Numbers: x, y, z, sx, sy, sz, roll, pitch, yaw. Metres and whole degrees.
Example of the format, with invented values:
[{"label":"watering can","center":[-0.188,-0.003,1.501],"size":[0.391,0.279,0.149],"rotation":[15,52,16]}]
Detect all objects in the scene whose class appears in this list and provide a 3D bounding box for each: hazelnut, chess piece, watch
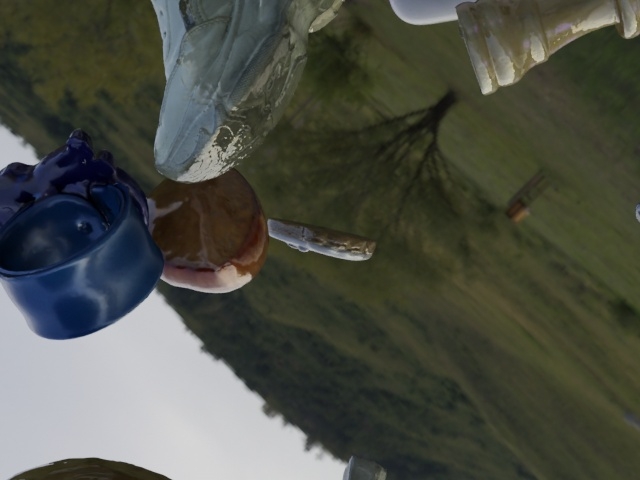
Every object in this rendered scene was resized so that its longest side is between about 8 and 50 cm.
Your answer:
[{"label":"hazelnut","center":[-0.151,-0.019,1.243],"size":[0.182,0.182,0.182],"rotation":[43,-171,-8]},{"label":"chess piece","center":[0.360,-0.283,1.102],"size":[0.117,0.397,0.117],"rotation":[-17,-90,-78]},{"label":"watch","center":[-0.278,0.006,1.045],"size":[0.171,0.196,0.200],"rotation":[56,-166,-35]}]

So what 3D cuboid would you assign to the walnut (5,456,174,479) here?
[{"label":"walnut","center":[-0.225,0.405,0.953],"size":[0.381,0.381,0.381],"rotation":[43,-171,-8]}]

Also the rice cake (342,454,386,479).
[{"label":"rice cake","center":[0.030,0.378,1.092],"size":[0.052,0.256,0.057],"rotation":[5,164,21]}]

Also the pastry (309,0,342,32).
[{"label":"pastry","center":[-0.058,-0.446,1.495],"size":[0.133,0.265,0.265],"rotation":[17,167,42]}]

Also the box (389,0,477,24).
[{"label":"box","center":[0.291,-0.625,2.068],"size":[0.141,0.349,0.289],"rotation":[-32,-65,-48]}]

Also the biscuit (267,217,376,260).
[{"label":"biscuit","center":[0.000,0.000,1.700],"size":[0.208,0.049,0.181],"rotation":[13,-179,43]}]

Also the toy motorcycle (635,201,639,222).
[{"label":"toy motorcycle","center":[0.603,-0.006,1.369],"size":[0.296,0.109,0.198],"rotation":[31,165,17]}]

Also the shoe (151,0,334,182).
[{"label":"shoe","center":[-0.112,-0.233,0.953],"size":[0.210,0.342,0.132],"rotation":[26,180,14]}]
